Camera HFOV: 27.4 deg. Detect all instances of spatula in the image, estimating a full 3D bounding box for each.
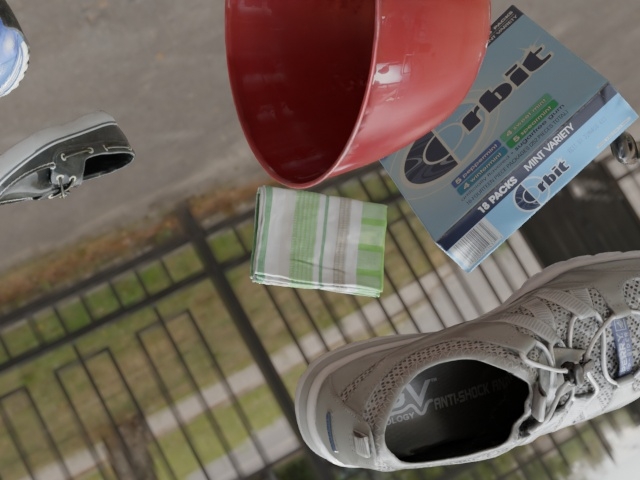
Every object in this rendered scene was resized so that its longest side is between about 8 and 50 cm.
[{"bbox_3d":[0.315,-0.088,1.276,0.030,0.084,0.296,-14,178,25],"label":"spatula"}]

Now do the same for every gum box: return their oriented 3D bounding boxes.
[{"bbox_3d":[0.124,-0.080,0.951,0.157,0.041,0.184,-44,-152,9],"label":"gum box"}]

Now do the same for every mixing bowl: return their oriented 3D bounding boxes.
[{"bbox_3d":[0.028,-0.120,0.703,0.098,0.182,0.181,-4,158,-26],"label":"mixing bowl"}]

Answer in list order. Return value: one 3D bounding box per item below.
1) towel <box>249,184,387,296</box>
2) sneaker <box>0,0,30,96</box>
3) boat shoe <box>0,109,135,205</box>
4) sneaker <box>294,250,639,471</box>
[{"bbox_3d":[0.000,0.000,1.468,0.152,0.113,0.023,7,165,-12],"label":"towel"},{"bbox_3d":[-0.504,-0.208,1.675,0.330,0.130,0.147,-26,-175,34],"label":"sneaker"},{"bbox_3d":[-0.176,-0.051,0.886,0.049,0.040,0.142,-47,174,36],"label":"boat shoe"},{"bbox_3d":[0.131,0.088,0.804,0.281,0.105,0.115,-20,-167,-12],"label":"sneaker"}]
